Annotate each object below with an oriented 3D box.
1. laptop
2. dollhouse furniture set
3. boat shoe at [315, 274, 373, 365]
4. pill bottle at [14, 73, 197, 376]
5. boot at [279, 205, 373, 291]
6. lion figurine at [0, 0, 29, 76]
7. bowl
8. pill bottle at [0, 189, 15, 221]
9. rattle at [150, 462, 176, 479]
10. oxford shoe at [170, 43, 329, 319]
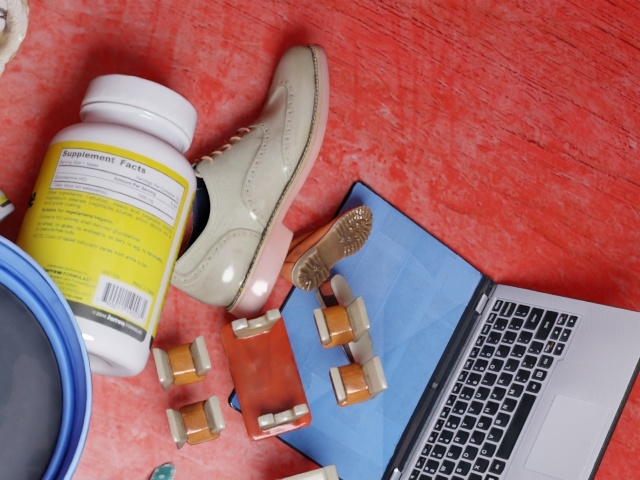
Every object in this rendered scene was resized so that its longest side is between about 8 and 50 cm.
[{"bbox_3d":[0.170,0.161,1.553,0.382,0.407,0.236,-60,139,-23],"label":"laptop"},{"bbox_3d":[-0.053,0.217,1.438,0.262,0.135,0.259,-14,76,-10],"label":"dollhouse furniture set"},{"bbox_3d":[0.030,0.113,1.543,0.049,0.043,0.137,10,53,-51],"label":"boat shoe"},{"bbox_3d":[-0.257,-0.020,1.400,0.187,0.188,0.334,22,69,-21],"label":"pill bottle"},{"bbox_3d":[0.000,0.000,1.582,0.158,0.084,0.059,-40,124,-26],"label":"boot"},{"bbox_3d":[-0.511,-0.370,1.397,0.392,0.142,0.240,27,89,-3],"label":"lion figurine"},{"bbox_3d":[-0.427,0.164,1.177,0.391,0.077,0.391,3,72,-9],"label":"bowl"},{"bbox_3d":[-0.425,-0.064,1.396,0.065,0.065,0.116,-41,98,-28],"label":"pill bottle"},{"bbox_3d":[-0.220,0.334,1.372,0.199,0.143,0.130,-22,70,-23],"label":"rattle"},{"bbox_3d":[-0.091,-0.101,1.534,0.146,0.140,0.397,21,68,-13],"label":"oxford shoe"}]
